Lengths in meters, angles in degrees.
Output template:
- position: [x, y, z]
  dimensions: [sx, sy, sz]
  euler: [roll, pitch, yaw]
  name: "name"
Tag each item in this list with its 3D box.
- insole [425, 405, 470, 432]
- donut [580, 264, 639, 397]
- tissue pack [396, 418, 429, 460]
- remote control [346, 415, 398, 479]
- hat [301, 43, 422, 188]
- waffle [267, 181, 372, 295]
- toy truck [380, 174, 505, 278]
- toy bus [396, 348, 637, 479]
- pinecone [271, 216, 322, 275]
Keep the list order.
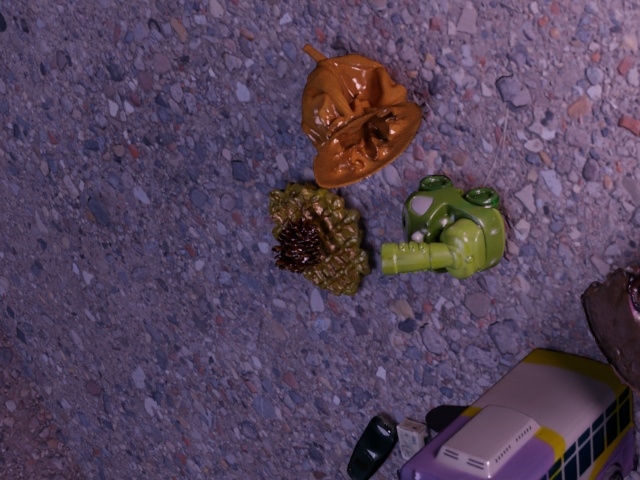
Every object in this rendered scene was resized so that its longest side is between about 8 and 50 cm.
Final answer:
- position: [0.273, 0.349, 2.090]
  dimensions: [0.188, 0.004, 0.064]
  euler: [-18, 102, 49]
  name: "insole"
- position: [0.534, 0.108, 1.511]
  dimensions: [0.259, 0.136, 0.345]
  euler: [64, 151, 21]
  name: "donut"
- position: [0.193, 0.413, 2.183]
  dimensions: [0.062, 0.042, 0.083]
  euler: [10, 122, 39]
  name: "tissue pack"
- position: [0.109, 0.454, 2.294]
  dimensions: [0.072, 0.042, 0.222]
  euler: [40, 137, 16]
  name: "remote control"
- position: [0.022, -0.245, 1.820]
  dimensions: [0.233, 0.244, 0.233]
  euler: [-48, 65, 41]
  name: "hat"
- position: [0.000, 0.000, 2.096]
  dimensions: [0.243, 0.059, 0.238]
  euler: [23, 130, 32]
  name: "waffle"
- position: [0.211, -0.003, 1.786]
  dimensions: [0.187, 0.210, 0.148]
  euler: [6, 121, 22]
  name: "toy truck"
- position: [0.322, 0.372, 1.721]
  dimensions: [0.209, 0.440, 0.249]
  euler: [13, 122, 40]
  name: "toy bus"
- position: [-0.038, 0.012, 2.043]
  dimensions: [0.102, 0.102, 0.109]
  euler: [36, 111, 23]
  name: "pinecone"
